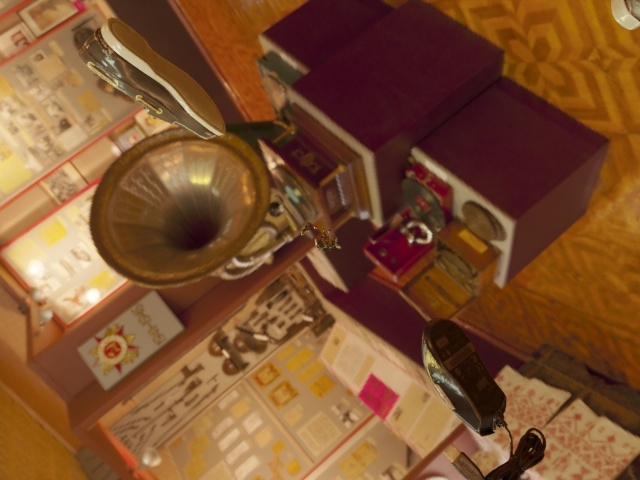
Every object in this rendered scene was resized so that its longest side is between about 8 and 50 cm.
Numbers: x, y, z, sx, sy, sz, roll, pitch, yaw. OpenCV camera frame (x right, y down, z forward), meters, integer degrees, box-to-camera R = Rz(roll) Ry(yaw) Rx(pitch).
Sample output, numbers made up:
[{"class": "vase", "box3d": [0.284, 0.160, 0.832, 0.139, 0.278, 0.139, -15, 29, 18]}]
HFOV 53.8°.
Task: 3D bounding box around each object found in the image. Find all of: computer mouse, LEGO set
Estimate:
[{"class": "computer mouse", "box3d": [0.206, 0.252, 0.926, 0.262, 0.184, 0.060, 53, 133, 7]}, {"class": "LEGO set", "box3d": [0.000, -0.002, 1.222, 0.083, 0.054, 0.023, 43, 148, 5]}]

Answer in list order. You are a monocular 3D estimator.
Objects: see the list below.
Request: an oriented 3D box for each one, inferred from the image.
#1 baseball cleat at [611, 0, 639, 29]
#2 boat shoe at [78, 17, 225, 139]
[{"class": "baseball cleat", "box3d": [0.443, -0.312, 0.809, 0.072, 0.109, 0.205, 22, -147, -9]}, {"class": "boat shoe", "box3d": [-0.230, -0.213, 0.891, 0.228, 0.069, 0.081, 40, -153, -40]}]
